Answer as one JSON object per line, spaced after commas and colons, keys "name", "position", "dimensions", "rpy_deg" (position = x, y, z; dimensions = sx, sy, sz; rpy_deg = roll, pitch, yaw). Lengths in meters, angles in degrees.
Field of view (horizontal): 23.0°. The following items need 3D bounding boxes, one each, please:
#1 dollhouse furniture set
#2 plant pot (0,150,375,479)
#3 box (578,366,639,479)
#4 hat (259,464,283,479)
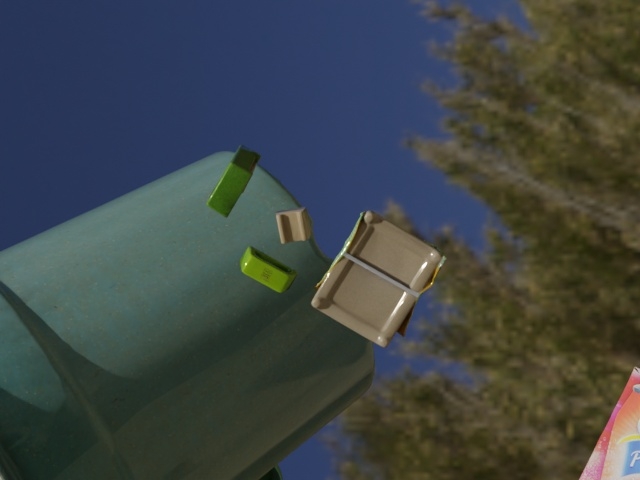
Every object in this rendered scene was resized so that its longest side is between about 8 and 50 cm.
{"name": "dollhouse furniture set", "position": [0.000, 0.000, 1.006], "dimensions": [0.076, 0.152, 0.058], "rpy_deg": [-60, 3, 13]}
{"name": "plant pot", "position": [-0.156, 0.110, 1.340], "dimensions": [0.334, 0.341, 0.341], "rpy_deg": [-31, -64, -21]}
{"name": "box", "position": [0.332, 0.227, 1.276], "dimensions": [0.300, 0.142, 0.154], "rpy_deg": [33, -98, -53]}
{"name": "hat", "position": [-0.176, 0.276, 1.741], "dimensions": [0.183, 0.208, 0.173], "rpy_deg": [-48, -30, -25]}
